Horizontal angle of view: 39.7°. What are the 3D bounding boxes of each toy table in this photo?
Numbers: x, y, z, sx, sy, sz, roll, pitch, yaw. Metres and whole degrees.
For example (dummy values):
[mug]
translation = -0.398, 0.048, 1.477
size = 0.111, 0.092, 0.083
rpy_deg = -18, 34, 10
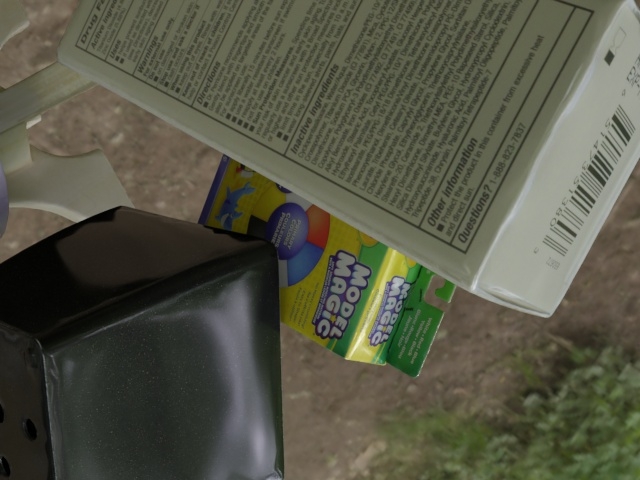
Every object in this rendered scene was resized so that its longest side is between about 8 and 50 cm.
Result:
[toy table]
translation = -0.269, -0.090, 0.710
size = 0.161, 0.274, 0.252
rpy_deg = -37, 118, -36

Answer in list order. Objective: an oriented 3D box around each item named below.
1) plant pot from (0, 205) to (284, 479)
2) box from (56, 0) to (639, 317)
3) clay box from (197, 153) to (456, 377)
[plant pot]
translation = -0.150, 0.091, 0.620
size = 0.167, 0.187, 0.188
rpy_deg = -16, 111, -46
[box]
translation = 0.011, -0.095, 0.493
size = 0.121, 0.311, 0.148
rpy_deg = 20, 101, -57
[clay box]
translation = 0.000, 0.000, 0.650
size = 0.053, 0.222, 0.127
rpy_deg = 17, 96, -47
